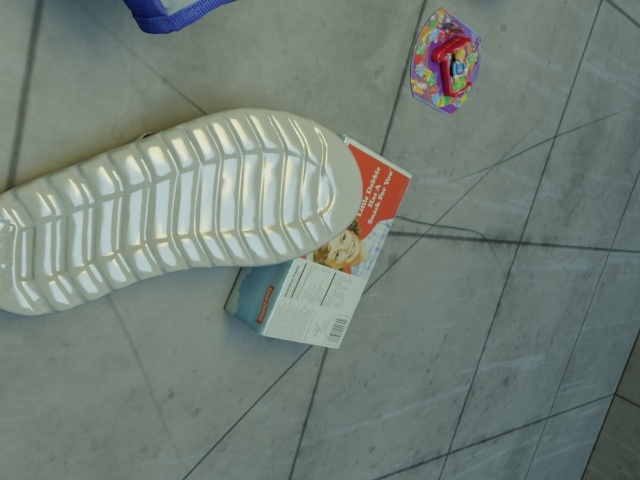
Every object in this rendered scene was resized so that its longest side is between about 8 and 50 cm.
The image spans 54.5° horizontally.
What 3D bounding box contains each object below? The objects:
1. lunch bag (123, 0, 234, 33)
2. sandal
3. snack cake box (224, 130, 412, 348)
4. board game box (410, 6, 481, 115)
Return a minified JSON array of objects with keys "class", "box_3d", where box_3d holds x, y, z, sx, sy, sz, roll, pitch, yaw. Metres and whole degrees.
[{"class":"lunch bag","box_3d":[-0.089,-0.394,0.440,0.385,0.239,0.328,-55,140,-19]},{"class":"sandal","box_3d":[-0.149,-0.044,0.655,0.416,0.102,0.169,-13,104,-26]},{"class":"snack cake box","box_3d":[0.000,0.000,0.819,0.152,0.089,0.264,21,93,-45]},{"class":"board game box","box_3d":[0.202,-0.262,0.931,0.168,0.033,0.133,12,100,-46]}]
